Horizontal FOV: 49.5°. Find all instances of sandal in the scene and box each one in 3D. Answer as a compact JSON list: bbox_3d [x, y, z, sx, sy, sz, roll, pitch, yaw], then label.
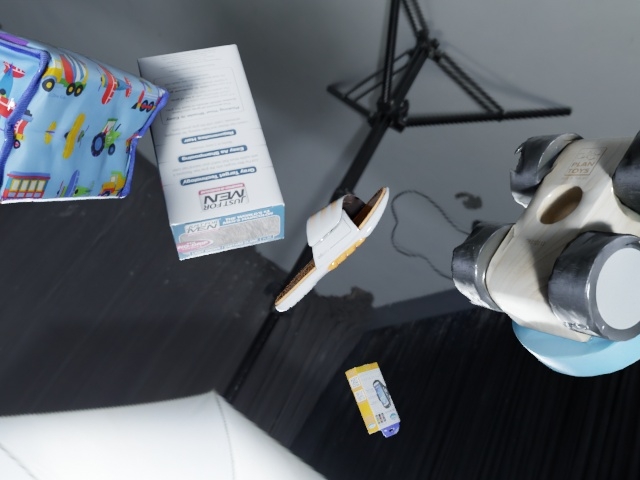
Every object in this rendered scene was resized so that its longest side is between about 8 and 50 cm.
[{"bbox_3d":[-0.002,0.004,1.065,0.076,0.102,0.265,41,110,-9],"label":"sandal"}]

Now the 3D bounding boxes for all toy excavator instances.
[{"bbox_3d":[0.447,0.025,0.863,0.445,0.433,0.222,42,166,-23],"label":"toy excavator"}]

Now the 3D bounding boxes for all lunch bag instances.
[{"bbox_3d":[-0.339,-0.159,0.675,0.293,0.138,0.221,28,-170,10],"label":"lunch bag"}]

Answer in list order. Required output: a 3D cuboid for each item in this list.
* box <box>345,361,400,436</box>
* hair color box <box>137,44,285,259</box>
[{"bbox_3d":[0.101,0.300,1.301,0.028,0.136,0.081,-29,163,31],"label":"box"},{"bbox_3d":[-0.181,-0.152,1.129,0.173,0.348,0.105,-12,149,-10],"label":"hair color box"}]
